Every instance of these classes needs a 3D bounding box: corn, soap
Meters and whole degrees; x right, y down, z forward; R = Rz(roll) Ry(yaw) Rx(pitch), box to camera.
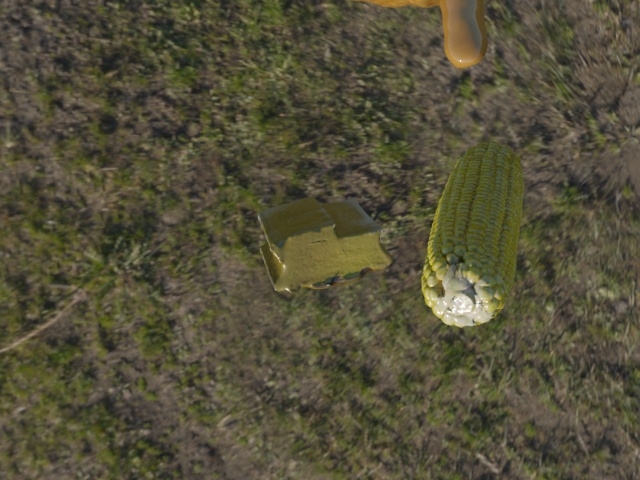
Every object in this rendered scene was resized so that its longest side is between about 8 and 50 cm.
[{"bbox_3d":[0.144,-0.011,0.814,0.081,0.248,0.081,8,123,12],"label":"corn"},{"bbox_3d":[0.000,0.000,1.924,0.259,0.281,0.143,-11,106,-9],"label":"soap"}]

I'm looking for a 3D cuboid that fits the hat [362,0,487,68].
[{"bbox_3d":[0.033,-0.160,0.400,0.233,0.244,0.233,-18,60,4],"label":"hat"}]
